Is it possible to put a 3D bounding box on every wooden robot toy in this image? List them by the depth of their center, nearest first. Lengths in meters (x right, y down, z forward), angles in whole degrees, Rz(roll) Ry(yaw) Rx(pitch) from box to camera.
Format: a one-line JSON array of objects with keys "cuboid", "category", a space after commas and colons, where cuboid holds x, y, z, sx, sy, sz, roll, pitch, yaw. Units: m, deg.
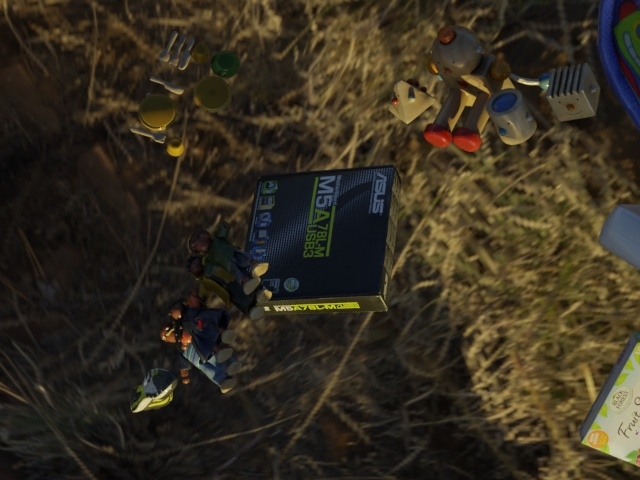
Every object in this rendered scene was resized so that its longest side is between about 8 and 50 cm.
[{"cuboid": [0.106, -0.115, 0.987, 0.173, 0.079, 0.076, 10, 59, 39], "category": "wooden robot toy"}]

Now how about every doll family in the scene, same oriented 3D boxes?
[{"cuboid": [-0.120, 0.071, 1.485, 0.111, 0.076, 0.193, 30, 101, 28], "category": "doll family"}]

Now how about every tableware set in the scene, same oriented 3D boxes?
[{"cuboid": [-0.166, -0.180, 1.736, 0.104, 0.024, 0.154, 21, 74, -1], "category": "tableware set"}]

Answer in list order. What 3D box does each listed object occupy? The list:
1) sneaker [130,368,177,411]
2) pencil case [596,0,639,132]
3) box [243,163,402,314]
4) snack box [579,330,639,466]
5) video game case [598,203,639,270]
[{"cuboid": [-0.165, 0.152, 1.421, 0.035, 0.083, 0.031, 5, 65, -35], "category": "sneaker"}, {"cuboid": [0.250, -0.103, 0.556, 0.306, 0.133, 0.119, -20, 100, -36], "category": "pencil case"}, {"cuboid": [0.000, 0.000, 1.696, 0.184, 0.045, 0.191, -4, 56, 21], "category": "box"}, {"cuboid": [0.370, 0.184, 1.576, 0.100, 0.037, 0.141, 23, 110, -3], "category": "snack box"}, {"cuboid": [0.275, 0.045, 0.669, 0.227, 0.206, 0.026, 37, 114, 34], "category": "video game case"}]
